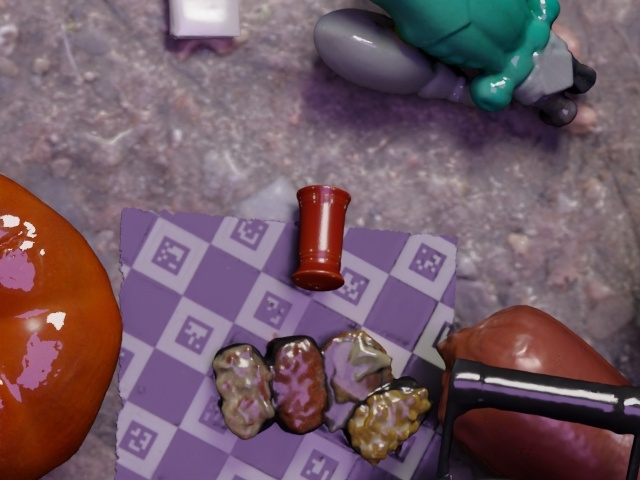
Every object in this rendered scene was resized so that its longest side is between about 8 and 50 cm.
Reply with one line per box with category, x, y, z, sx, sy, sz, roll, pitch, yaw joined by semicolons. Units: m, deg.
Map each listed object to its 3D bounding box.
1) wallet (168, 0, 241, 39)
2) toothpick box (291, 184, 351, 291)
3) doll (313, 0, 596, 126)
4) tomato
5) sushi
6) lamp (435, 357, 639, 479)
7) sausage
wallet;-0.099;-0.231;1.679;0.061;0.025;0.122;-2;88;-6
toothpick box;0.000;0.000;1.663;0.047;0.047;0.083;7;69;-7
doll;0.099;-0.181;1.659;0.195;0.153;0.258;-36;110;-25
tomato;-0.279;0.069;1.567;0.260;0.180;0.260;0;88;-11
sushi;-0.027;0.110;1.665;0.290;0.050;0.264;3;88;-7
lamp;0.143;0.320;1.511;0.205;0.272;0.374;9;118;4
sausage;0.202;0.160;1.650;0.254;0.148;0.148;44;83;-5
